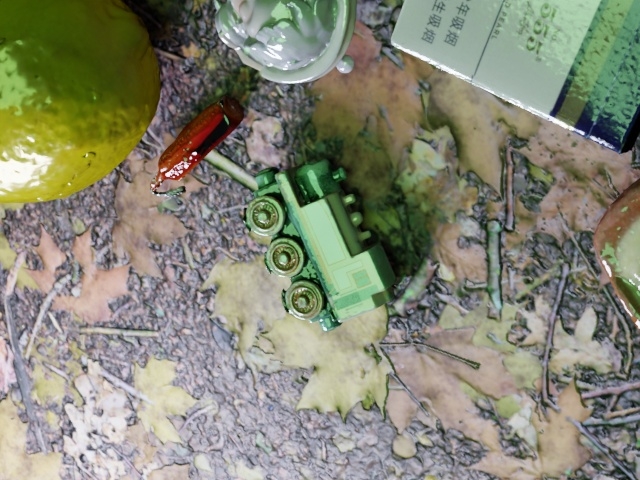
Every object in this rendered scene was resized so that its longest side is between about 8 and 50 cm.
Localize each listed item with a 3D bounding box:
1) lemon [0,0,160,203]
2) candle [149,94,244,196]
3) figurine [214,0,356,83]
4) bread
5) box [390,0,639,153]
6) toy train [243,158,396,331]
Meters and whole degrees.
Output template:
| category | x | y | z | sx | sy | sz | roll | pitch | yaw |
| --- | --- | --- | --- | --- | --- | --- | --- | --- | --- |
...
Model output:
| category | x | y | z | sx | sy | sz | roll | pitch | yaw |
| --- | --- | --- | --- | --- | --- | --- | --- | --- | --- |
| lemon | -0.314 | -0.168 | 1.306 | 0.284 | 0.260 | 0.261 | 0 | 107 | 27 |
| candle | -0.145 | -0.105 | 1.366 | 0.162 | 0.048 | 0.053 | -40 | 53 | 31 |
| figurine | -0.051 | -0.262 | 1.203 | 0.162 | 0.141 | 0.237 | -30 | 93 | 36 |
| bread | 0.375 | 0.000 | 1.095 | 0.244 | 0.123 | 0.190 | -38 | 87 | 30 |
| box | 0.212 | -0.212 | 1.132 | 0.259 | 0.071 | 0.168 | 29 | 118 | 15 |
| toy train | 0.000 | 0.000 | 1.309 | 0.125 | 0.081 | 0.194 | -22 | 94 | 20 |
